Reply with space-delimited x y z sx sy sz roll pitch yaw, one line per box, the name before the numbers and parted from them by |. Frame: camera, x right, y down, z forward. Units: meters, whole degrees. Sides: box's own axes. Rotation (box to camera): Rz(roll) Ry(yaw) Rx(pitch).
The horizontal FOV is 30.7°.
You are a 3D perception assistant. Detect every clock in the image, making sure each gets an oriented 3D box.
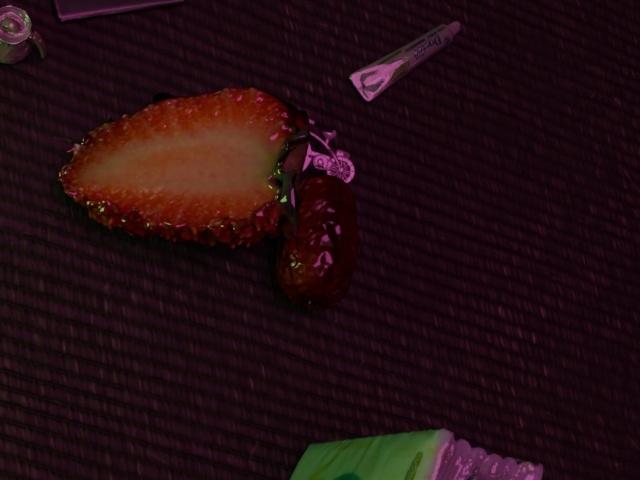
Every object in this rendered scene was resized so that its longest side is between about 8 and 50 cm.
clock | -0.013 -0.117 1.574 0.129 0.041 0.087 17 76 -11

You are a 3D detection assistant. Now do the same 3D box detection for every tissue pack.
tissue pack | 0.061 0.364 1.299 0.162 0.388 0.287 27 69 -14

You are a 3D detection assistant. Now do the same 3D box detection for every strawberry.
strawberry | -0.164 -0.083 1.481 0.306 0.138 0.233 1 57 6

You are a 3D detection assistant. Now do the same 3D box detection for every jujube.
jujube | 0.000 0.000 1.514 0.109 0.112 0.176 15 68 -17

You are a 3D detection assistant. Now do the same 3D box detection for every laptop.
laptop | -0.278 -0.361 1.546 0.180 0.016 0.129 -14 83 -22

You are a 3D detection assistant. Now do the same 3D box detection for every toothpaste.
toothpaste | 0.127 -0.263 1.668 0.197 0.029 0.048 -34 91 -21

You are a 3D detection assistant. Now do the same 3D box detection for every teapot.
teapot | -0.380 -0.256 1.455 0.083 0.064 0.064 22 72 -15
